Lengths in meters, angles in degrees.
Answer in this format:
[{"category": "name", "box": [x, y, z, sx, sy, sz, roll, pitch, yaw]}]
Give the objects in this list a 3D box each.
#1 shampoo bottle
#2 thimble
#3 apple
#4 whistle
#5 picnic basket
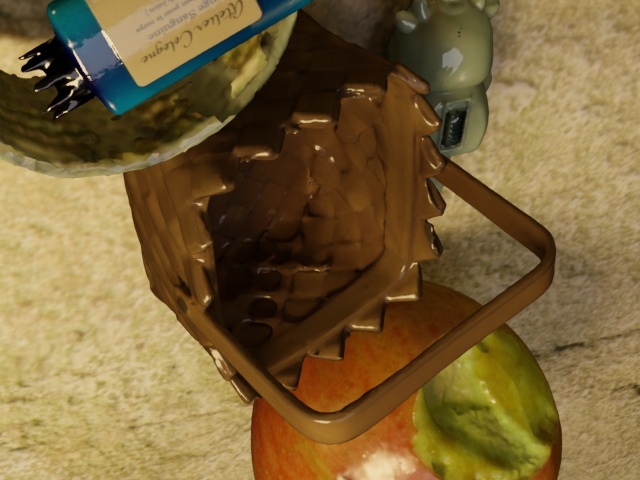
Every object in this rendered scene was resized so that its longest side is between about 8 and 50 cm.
[{"category": "shampoo bottle", "box": [-0.097, -0.138, 0.726, 0.183, 0.050, 0.087, -31, 134, -1]}, {"category": "thimble", "box": [-0.153, -0.189, 0.795, 0.271, 0.150, 0.271, -16, 135, -16]}, {"category": "apple", "box": [0.086, 0.202, 1.295, 0.339, 0.339, 0.339, -18, 142, -15]}, {"category": "whistle", "box": [0.105, -0.131, 1.086, 0.102, 0.106, 0.253, 6, 131, 4]}, {"category": "picnic basket", "box": [0.000, 0.000, 0.965, 0.254, 0.321, 0.291, -34, 141, -23]}]
